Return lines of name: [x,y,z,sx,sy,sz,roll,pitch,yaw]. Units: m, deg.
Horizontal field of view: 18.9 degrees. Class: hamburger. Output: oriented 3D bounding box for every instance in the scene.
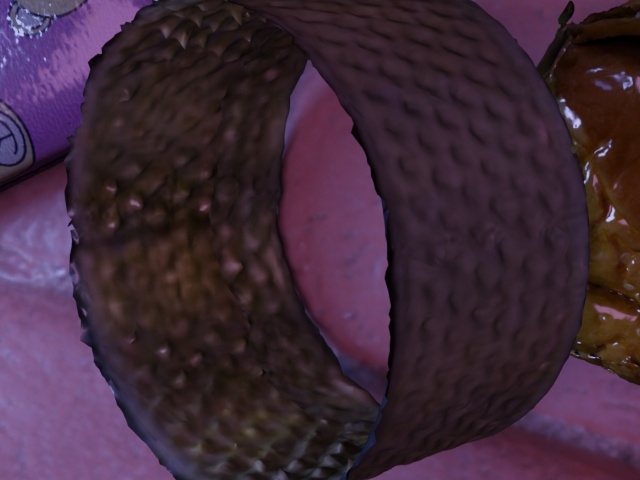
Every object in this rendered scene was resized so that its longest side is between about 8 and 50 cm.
hamburger: [0.174,-0.026,1.004,0.183,0.130,0.206,26,105,18]

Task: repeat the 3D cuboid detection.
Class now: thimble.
thimble: [0.000,0.000,1.002,0.270,0.150,0.271,16,112,47]

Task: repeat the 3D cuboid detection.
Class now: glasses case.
glasses case: [-0.213,-0.089,1.162,0.316,0.076,0.123,-25,86,20]
